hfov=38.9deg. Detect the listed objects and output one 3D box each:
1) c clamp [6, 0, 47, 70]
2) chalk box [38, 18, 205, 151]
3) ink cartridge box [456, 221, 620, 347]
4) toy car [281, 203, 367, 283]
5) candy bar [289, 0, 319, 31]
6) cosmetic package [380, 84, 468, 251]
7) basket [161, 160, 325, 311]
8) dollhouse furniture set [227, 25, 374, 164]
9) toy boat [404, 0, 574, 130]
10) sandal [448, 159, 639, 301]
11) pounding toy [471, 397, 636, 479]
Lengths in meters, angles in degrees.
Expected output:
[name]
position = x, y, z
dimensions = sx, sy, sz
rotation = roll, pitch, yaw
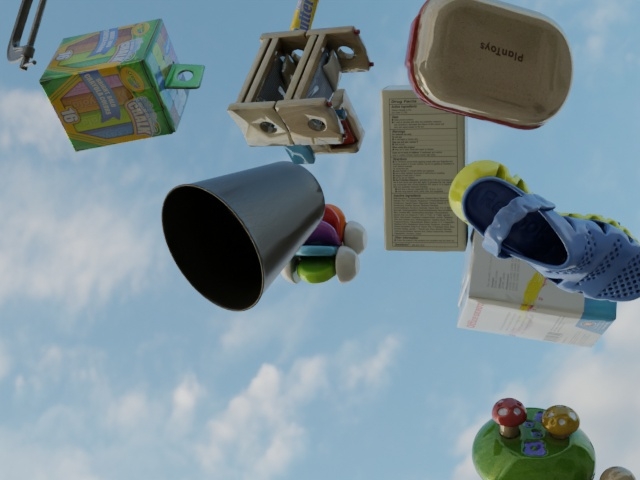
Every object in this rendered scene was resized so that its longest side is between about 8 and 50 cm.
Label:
[c clamp]
position = -0.422, -0.320, 1.335
dimensions = 0.022, 0.137, 0.160
rotation = 18, -102, -37
[chalk box]
position = -0.280, -0.235, 1.349
dimensions = 0.213, 0.132, 0.132
rotation = -10, -52, 12
[ink cartridge box]
position = 0.413, 0.070, 1.744
dimensions = 0.270, 0.197, 0.198
rotation = 8, -22, 5
[toy car]
position = 0.000, 0.000, 1.799
dimensions = 0.159, 0.182, 0.136
rotation = 0, -48, 19
[candy bar]
position = -0.017, -0.381, 1.423
dimensions = 0.040, 0.018, 0.161
rotation = 16, -74, -4
[cosmetic package]
position = 0.201, -0.139, 1.724
dimensions = 0.160, 0.113, 0.309
rotation = 2, -76, 12
[basket]
position = -0.101, -0.027, 1.381
dimensions = 0.154, 0.204, 0.227
rotation = -31, 3, 37
[dollhouse furniture set]
position = 0.001, -0.145, 1.098
dimensions = 0.183, 0.129, 0.129
rotation = 59, -139, -47
[toy boat]
position = 0.207, -0.223, 1.176
dimensions = 0.231, 0.151, 0.150
rotation = 12, -95, -18
[sandal]
position = 0.324, 0.009, 1.254
dimensions = 0.318, 0.138, 0.126
rotation = 23, -68, -10
[pounding toy]
position = 0.327, 0.296, 1.317
dimensions = 0.183, 0.237, 0.110
rotation = -17, -58, -19
